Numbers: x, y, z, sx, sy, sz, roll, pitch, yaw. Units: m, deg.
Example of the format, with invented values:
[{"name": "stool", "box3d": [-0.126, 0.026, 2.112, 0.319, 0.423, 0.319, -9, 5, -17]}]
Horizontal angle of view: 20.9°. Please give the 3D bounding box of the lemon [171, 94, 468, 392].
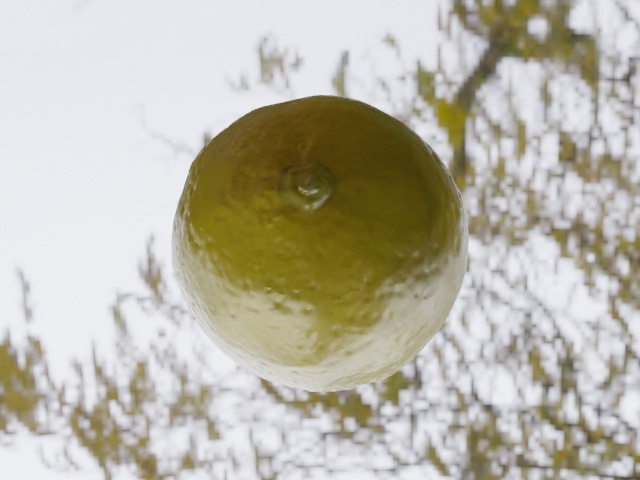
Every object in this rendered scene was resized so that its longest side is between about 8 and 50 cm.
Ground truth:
[{"name": "lemon", "box3d": [0.000, 0.000, 1.033, 0.178, 0.178, 0.203, -1, 161, 2]}]
